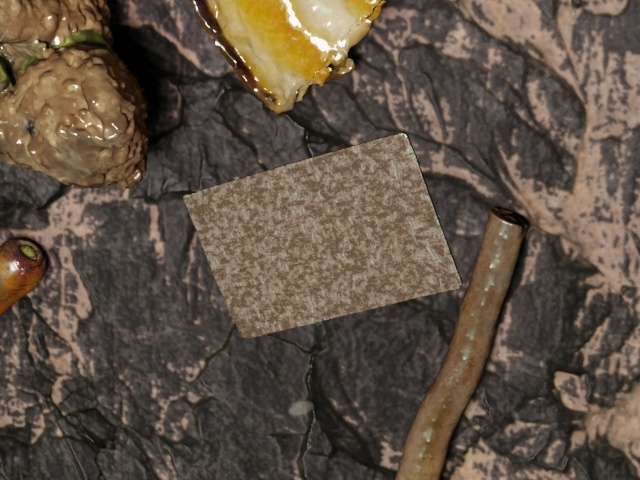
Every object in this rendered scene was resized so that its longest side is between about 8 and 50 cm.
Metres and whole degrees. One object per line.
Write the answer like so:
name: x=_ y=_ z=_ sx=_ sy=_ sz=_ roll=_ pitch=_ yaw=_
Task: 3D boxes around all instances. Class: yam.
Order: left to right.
yam: x=0.126 y=0.120 z=1.592 sx=0.045 sy=0.045 sz=0.326 roll=7 pitch=116 yaw=-22

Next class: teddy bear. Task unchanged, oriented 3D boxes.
teddy bear: x=-0.292 y=-0.154 z=1.516 sx=0.296 sy=0.222 sz=0.246 roll=4 pitch=150 yaw=1

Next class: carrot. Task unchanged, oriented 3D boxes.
carrot: x=-0.331 y=0.056 z=1.708 sx=0.055 sy=0.055 sz=0.161 roll=46 pitch=124 yaw=-4

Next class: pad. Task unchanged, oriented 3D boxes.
pad: x=0.000 y=0.000 z=1.604 sx=0.235 sy=0.003 sz=0.158 roll=-15 pitch=105 yaw=22

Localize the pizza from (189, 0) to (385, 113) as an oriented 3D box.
pizza: x=-0.038 y=-0.369 z=1.430 sx=0.392 sy=0.080 sz=0.435 roll=41 pitch=116 yaw=-2
